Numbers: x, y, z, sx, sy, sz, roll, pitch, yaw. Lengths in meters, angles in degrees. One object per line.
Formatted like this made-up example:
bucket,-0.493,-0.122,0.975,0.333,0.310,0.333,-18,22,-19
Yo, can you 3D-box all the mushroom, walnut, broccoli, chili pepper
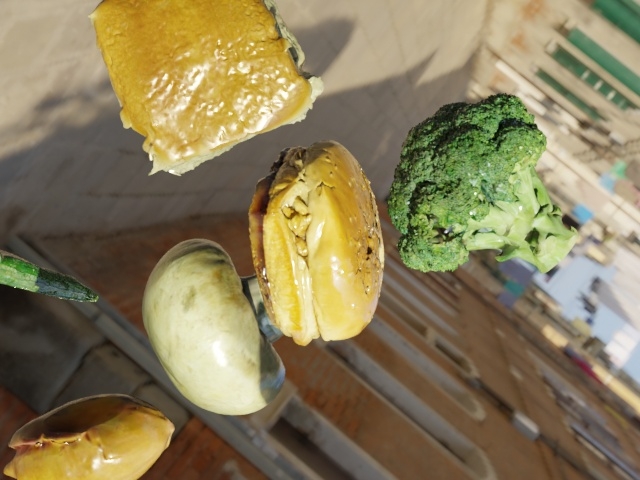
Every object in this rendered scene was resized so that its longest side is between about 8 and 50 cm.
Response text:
mushroom,-0.193,0.161,1.918,0.260,0.352,0.352,-29,173,-8
walnut,-0.320,0.283,1.390,0.245,0.137,0.137,-14,173,-4
broccoli,0.218,-0.056,1.364,0.270,0.270,0.270,-52,-175,6
chili pepper,-0.491,0.074,1.797,0.088,0.226,0.059,14,-97,53

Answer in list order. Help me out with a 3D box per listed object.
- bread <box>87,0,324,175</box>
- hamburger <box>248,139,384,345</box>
bread,-0.150,-0.242,1.321,0.250,0.279,0.225,-24,177,4
hamburger,-0.002,0.000,1.569,0.174,0.284,0.304,-9,-153,12
